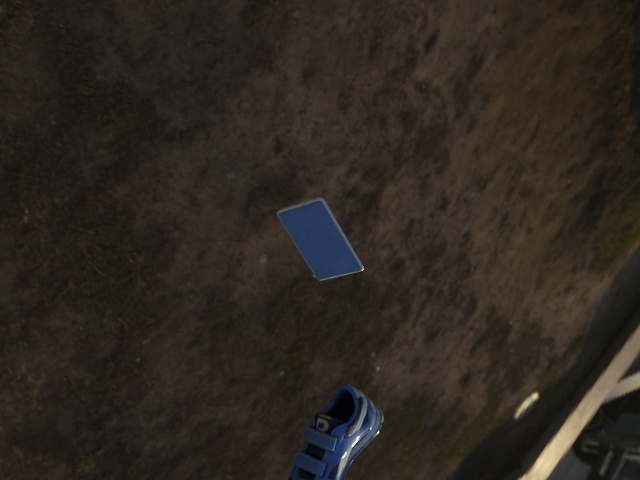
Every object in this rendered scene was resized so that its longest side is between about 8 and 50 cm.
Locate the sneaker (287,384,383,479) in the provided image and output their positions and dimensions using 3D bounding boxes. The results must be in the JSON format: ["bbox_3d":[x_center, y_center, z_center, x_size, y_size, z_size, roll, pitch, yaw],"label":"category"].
[{"bbox_3d":[0.003,0.202,0.635,0.144,0.053,0.059,-52,133,-30],"label":"sneaker"}]

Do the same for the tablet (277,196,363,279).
[{"bbox_3d":[0.000,0.000,0.611,0.083,0.054,0.006,59,37,-23],"label":"tablet"}]
